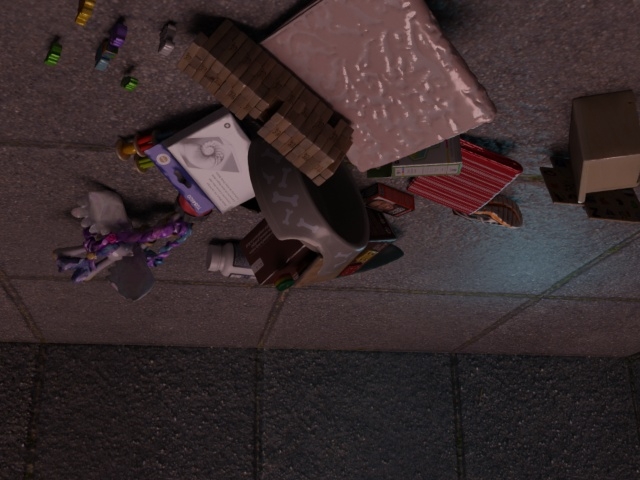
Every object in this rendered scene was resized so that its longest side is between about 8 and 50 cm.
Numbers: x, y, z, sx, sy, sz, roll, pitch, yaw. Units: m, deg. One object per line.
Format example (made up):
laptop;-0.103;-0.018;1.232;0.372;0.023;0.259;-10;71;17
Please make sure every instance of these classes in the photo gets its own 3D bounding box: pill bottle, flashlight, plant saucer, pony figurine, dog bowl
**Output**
pill bottle;-0.260;0.062;2.346;0.180;0.107;0.108;8;157;-21
flashlight;-0.277;-0.143;1.829;0.103;0.103;0.304;-35;175;-33
plant saucer;0.094;0.059;2.277;0.318;0.043;0.317;-14;-173;2
pony figurine;-0.547;0.010;2.046;0.364;0.302;0.351;-18;-174;30
dog bowl;-0.013;-0.099;1.645;0.102;0.348;0.349;-26;150;24

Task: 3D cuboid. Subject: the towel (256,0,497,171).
towel;0.095;-0.291;1.316;0.317;0.053;0.332;-20;121;43

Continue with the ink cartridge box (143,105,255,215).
ink cartridge box;-0.236;-0.161;1.660;0.224;0.045;0.223;-27;130;14

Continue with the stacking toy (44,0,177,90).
stacking toy;-0.380;-0.351;1.353;0.167;0.052;0.221;16;155;-33

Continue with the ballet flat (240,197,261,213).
ballet flat;-0.182;-0.110;1.892;0.084;0.058;0.250;-37;166;3

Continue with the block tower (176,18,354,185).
block tower;-0.090;-0.251;1.358;0.335;0.097;0.091;39;147;-12

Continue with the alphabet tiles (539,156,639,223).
alphabet tiles;0.645;-0.122;1.792;0.237;0.198;0.009;4;139;-13

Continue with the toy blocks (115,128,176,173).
toy blocks;-0.372;-0.206;1.718;0.148;0.054;0.123;-10;157;21

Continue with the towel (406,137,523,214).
towel;0.347;-0.154;1.846;0.199;0.031;0.275;21;155;-8

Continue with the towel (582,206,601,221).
towel;0.790;-0.083;2.122;0.067;0.029;0.119;-16;154;36

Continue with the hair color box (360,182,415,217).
hair color box;0.180;-0.106;2.015;0.141;0.043;0.072;17;153;-37

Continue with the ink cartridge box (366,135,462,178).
ink cartridge box;0.205;-0.202;1.675;0.209;0.108;0.062;-3;159;5

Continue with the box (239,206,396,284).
box;0.000;0.000;1.949;0.191;0.143;0.381;-41;159;33

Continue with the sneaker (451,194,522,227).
sneaker;0.457;-0.080;2.055;0.215;0.084;0.083;18;153;-18

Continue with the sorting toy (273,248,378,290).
sorting toy;0.016;0.049;1.820;0.275;0.046;0.132;-10;153;-40

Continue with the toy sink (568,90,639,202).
toy sink;0.626;-0.198;1.648;0.131;0.152;0.234;-7;157;13
